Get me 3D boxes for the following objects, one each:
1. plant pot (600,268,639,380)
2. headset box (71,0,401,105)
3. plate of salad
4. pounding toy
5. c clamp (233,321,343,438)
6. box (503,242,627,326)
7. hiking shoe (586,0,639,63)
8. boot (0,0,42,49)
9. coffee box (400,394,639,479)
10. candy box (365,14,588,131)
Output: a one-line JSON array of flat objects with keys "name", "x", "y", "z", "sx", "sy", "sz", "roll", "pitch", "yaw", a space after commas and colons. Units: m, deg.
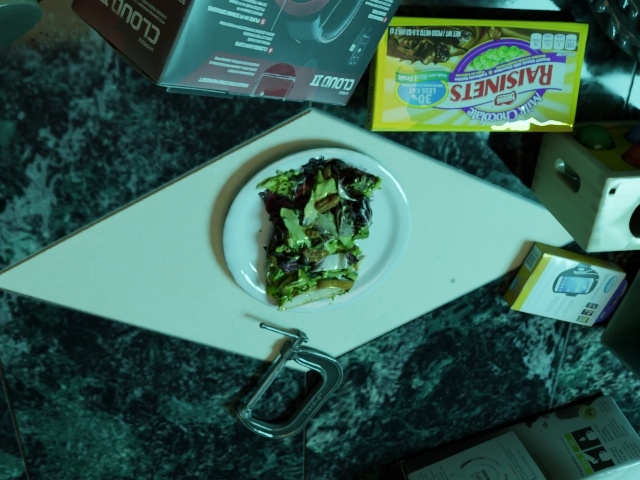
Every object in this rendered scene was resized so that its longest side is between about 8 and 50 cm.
[{"name": "plant pot", "x": 0.498, "y": 0.101, "z": 0.897, "sx": 0.234, "sy": 0.165, "sz": 0.165, "roll": 1, "pitch": 123, "yaw": -28}, {"name": "headset box", "x": -0.023, "y": -0.225, "z": 0.538, "sx": 0.218, "sy": 0.110, "sz": 0.293, "roll": -9, "pitch": 134, "yaw": -54}, {"name": "plate of salad", "x": 0.000, "y": 0.000, "z": 0.785, "sx": 0.200, "sy": 0.048, "sz": 0.199, "roll": -6, "pitch": 123, "yaw": -9}, {"name": "pounding toy", "x": 0.346, "y": -0.051, "z": 0.752, "sx": 0.206, "sy": 0.181, "sz": 0.094, "roll": -3, "pitch": 122, "yaw": -11}, {"name": "c clamp", "x": -0.047, "y": 0.169, "z": 0.901, "sx": 0.137, "sy": 0.022, "sz": 0.160, "roll": 19, "pitch": 115, "yaw": -29}, {"name": "box", "x": 0.292, "y": 0.054, "z": 0.901, "sx": 0.136, "sy": 0.028, "sz": 0.081, "roll": 13, "pitch": 118, "yaw": -23}, {"name": "hiking shoe", "x": 0.330, "y": -0.214, "z": 0.702, "sx": 0.113, "sy": 0.132, "sz": 0.304, "roll": -20, "pitch": 112, "yaw": 41}, {"name": "boot", "x": -0.368, "y": -0.158, "z": 0.589, "sx": 0.305, "sy": 0.112, "sz": 0.115, "roll": -26, "pitch": 94, "yaw": 9}, {"name": "coffee box", "x": 0.274, "y": 0.342, "z": 1.024, "sx": 0.297, "sy": 0.119, "sz": 0.168, "roll": -17, "pitch": 125, "yaw": -2}, {"name": "candy box", "x": 0.147, "y": -0.155, "z": 0.721, "sx": 0.206, "sy": 0.027, "sz": 0.105, "roll": -2, "pitch": 112, "yaw": -11}]
